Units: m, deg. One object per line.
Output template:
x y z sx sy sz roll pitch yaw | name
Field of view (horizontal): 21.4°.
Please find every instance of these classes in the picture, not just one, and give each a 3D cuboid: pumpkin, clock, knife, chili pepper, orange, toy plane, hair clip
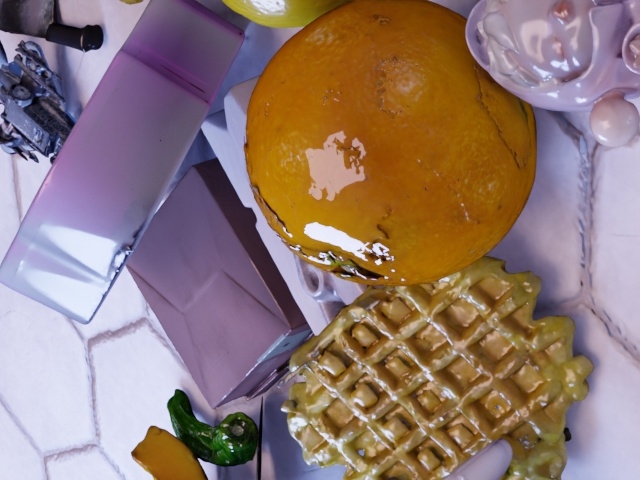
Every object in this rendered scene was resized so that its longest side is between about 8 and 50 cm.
-0.121 0.369 1.867 0.290 0.095 0.258 -124 15 -52 | pumpkin
-0.195 -0.084 1.673 0.102 0.338 0.338 29 138 -7 | clock
-0.319 -0.256 1.933 0.230 0.028 0.060 16 107 48 | knife
-0.116 0.214 1.886 0.182 0.050 0.073 5 133 58 | chili pepper
0.059 -0.082 1.390 0.246 0.246 0.246 24 124 41 | orange
-0.310 -0.125 1.933 0.246 0.078 0.169 48 137 24 | toy plane
0.003 -0.002 1.618 0.330 0.085 0.101 60 147 9 | hair clip

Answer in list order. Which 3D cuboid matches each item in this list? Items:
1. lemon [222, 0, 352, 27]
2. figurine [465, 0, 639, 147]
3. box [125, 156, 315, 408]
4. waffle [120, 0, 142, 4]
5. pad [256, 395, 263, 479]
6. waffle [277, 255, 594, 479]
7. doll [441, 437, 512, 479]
-0.028 -0.275 1.456 0.178 0.178 0.203 49 139 23 | lemon
0.230 -0.170 1.240 0.276 0.133 0.200 -10 87 46 | figurine
-0.092 0.039 1.748 0.215 0.086 0.215 59 140 12 | box
-0.147 -0.375 1.542 0.312 0.060 0.307 132 144 -66 | waffle
-0.064 0.269 1.728 0.267 0.004 0.181 -102 13 -83 | pad
0.102 0.130 1.509 0.280 0.060 0.262 7 109 17 | waffle
0.207 0.303 1.452 0.271 0.144 0.208 55 178 24 | doll
